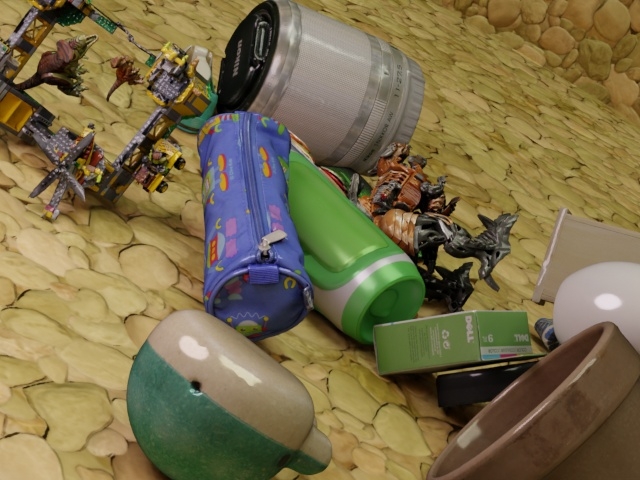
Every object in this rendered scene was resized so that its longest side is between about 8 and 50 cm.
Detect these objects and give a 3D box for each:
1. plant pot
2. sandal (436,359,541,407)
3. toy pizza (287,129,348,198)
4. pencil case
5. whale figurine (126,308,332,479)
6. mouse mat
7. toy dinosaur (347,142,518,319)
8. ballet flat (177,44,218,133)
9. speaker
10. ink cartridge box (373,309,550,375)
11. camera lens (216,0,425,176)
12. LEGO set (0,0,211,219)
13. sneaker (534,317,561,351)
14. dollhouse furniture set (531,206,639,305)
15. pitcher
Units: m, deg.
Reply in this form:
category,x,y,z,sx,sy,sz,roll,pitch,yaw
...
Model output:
category,x,y,z,sx,sy,sz,roll,pitch,yaw
plant pot,0.278,0.250,1.460,0.229,0.263,0.263,48,24,3
sandal,0.354,0.188,1.720,0.445,0.107,0.167,-5,-7,-16
toy pizza,-0.020,-0.102,1.973,0.201,0.032,0.201,44,-9,9
pencil case,-0.081,-0.026,1.643,0.119,0.133,0.306,4,43,-13
whale figurine,-0.089,0.167,1.346,0.216,0.141,0.272,36,-2,16
mouse mat,0.082,-0.042,2.060,0.190,0.007,0.152,49,16,13
toy dinosaur,0.127,0.009,1.914,0.218,0.164,0.322,22,66,-16
ballet flat,-0.191,-0.247,2.145,0.083,0.087,0.247,21,23,-19
speaker,0.000,0.000,1.786,0.131,0.131,0.296,3,33,-48
ink cartridge box,0.177,0.117,1.660,0.109,0.209,0.062,4,78,-48
camera lens,-0.007,-0.232,2.159,0.274,0.219,0.219,19,24,-25
LEGO set,-0.309,-0.201,1.670,0.331,0.255,0.192,46,3,20
sneaker,0.365,0.133,2.046,0.135,0.052,0.058,14,19,-38
dollhouse furniture set,0.428,0.113,2.013,0.198,0.286,0.303,17,-4,21
pitcher,0.362,0.115,1.559,0.207,0.178,0.125,7,-12,36
